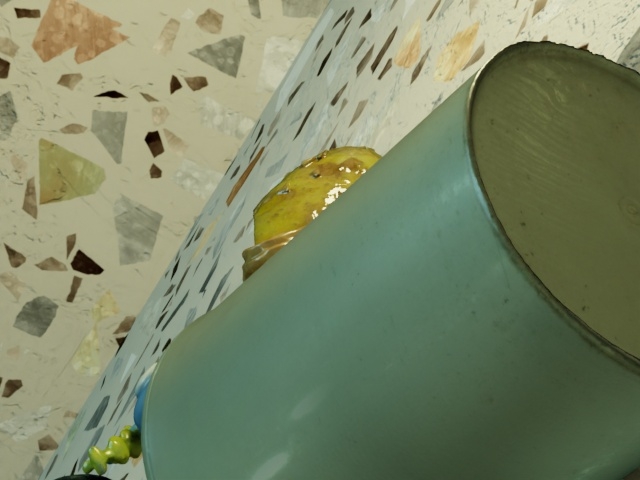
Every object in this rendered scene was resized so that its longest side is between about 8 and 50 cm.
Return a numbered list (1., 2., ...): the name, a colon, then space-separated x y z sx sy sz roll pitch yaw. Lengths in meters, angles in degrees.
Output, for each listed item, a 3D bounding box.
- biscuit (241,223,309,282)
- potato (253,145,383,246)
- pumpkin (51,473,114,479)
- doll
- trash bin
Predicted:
1. biscuit: 0.060 0.000 1.287 0.376 0.269 0.051 37 -140 -79
2. potato: 0.000 0.000 1.754 0.176 0.141 0.298 0 39 27
3. pumpkin: -0.245 0.394 1.807 0.248 0.248 0.248 -56 13 20
4. doll: -0.142 0.157 1.899 0.346 0.099 0.341 -36 4 17
5. trash bin: 0.072 0.091 1.007 0.432 0.280 0.280 -45 19 43
